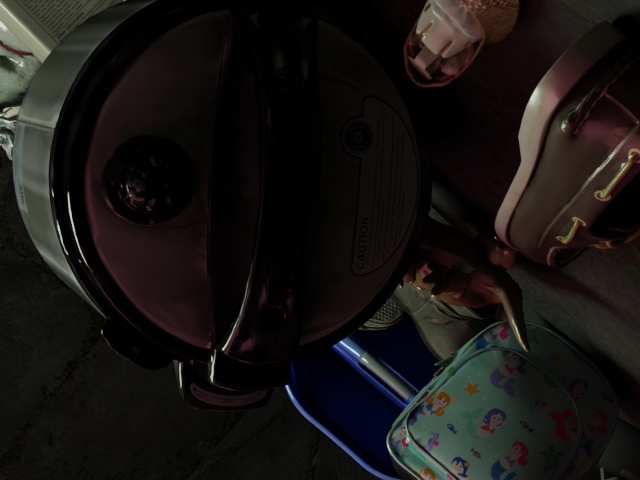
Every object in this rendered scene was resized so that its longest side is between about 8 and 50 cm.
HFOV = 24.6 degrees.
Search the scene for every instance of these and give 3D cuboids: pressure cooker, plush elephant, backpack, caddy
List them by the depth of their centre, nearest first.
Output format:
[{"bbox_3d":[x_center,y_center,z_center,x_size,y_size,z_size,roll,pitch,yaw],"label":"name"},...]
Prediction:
[{"bbox_3d":[-0.097,-0.060,1.416,0.370,0.375,0.420,51,169,-17],"label":"pressure cooker"},{"bbox_3d":[0.225,0.223,1.747,0.225,0.253,0.191,42,166,17],"label":"backpack"},{"bbox_3d":[-0.428,-0.315,2.029,0.271,0.255,0.330,4,-125,-35],"label":"plush elephant"},{"bbox_3d":[0.102,0.209,2.158,0.341,0.241,0.179,39,173,13],"label":"caddy"}]

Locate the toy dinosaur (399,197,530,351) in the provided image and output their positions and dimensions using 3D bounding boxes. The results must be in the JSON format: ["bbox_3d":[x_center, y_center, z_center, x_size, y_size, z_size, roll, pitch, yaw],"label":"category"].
[{"bbox_3d":[0.136,0.024,1.626,0.295,0.127,0.200,33,167,21],"label":"toy dinosaur"}]

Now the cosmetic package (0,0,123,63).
[{"bbox_3d":[-0.381,-0.375,1.783,0.309,0.160,0.113,47,169,-18],"label":"cosmetic package"}]

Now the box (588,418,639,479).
[{"bbox_3d":[0.309,0.328,1.885,0.307,0.242,0.076,31,165,47],"label":"box"}]

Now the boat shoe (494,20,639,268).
[{"bbox_3d":[0.209,-0.045,1.119,0.096,0.116,0.324,42,164,17],"label":"boat shoe"}]

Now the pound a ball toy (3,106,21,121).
[{"bbox_3d":[-0.507,-0.327,2.294,0.319,0.135,0.208,69,-167,5],"label":"pound a ball toy"}]

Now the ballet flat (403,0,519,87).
[{"bbox_3d":[0.104,-0.163,1.138,0.073,0.067,0.206,42,169,7],"label":"ballet flat"}]

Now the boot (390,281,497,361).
[{"bbox_3d":[0.180,0.095,1.876,0.246,0.083,0.161,43,164,-15],"label":"boot"}]

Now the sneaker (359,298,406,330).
[{"bbox_3d":[0.000,0.000,1.974,0.343,0.134,0.146,47,168,-21],"label":"sneaker"}]
